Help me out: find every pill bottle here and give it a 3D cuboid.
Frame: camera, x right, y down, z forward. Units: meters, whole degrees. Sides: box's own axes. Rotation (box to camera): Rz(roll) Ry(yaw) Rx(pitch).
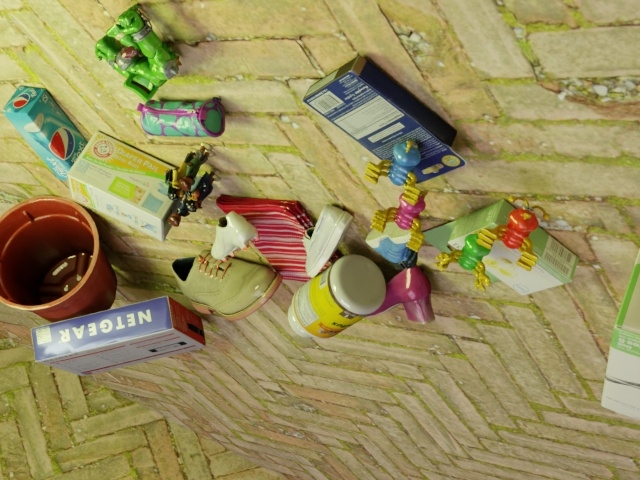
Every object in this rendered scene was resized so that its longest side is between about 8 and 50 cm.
[{"bbox_3d":[0.023,0.115,1.884,0.117,0.117,0.215,33,145,-14],"label":"pill bottle"}]

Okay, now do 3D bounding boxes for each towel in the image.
[{"bbox_3d":[-0.065,0.006,1.930,0.199,0.031,0.275,6,148,37],"label":"towel"}]

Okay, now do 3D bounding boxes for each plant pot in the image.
[{"bbox_3d":[-0.607,0.073,2.317,0.272,0.272,0.265,20,162,14],"label":"plant pot"}]

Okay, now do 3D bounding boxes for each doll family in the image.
[{"bbox_3d":[-0.238,-0.094,1.808,0.076,0.111,0.193,17,153,18],"label":"doll family"}]

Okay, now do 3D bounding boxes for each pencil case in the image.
[{"bbox_3d":[-0.230,-0.204,1.651,0.152,0.064,0.070,5,163,36],"label":"pencil case"}]

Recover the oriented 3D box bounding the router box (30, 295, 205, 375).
[{"bbox_3d":[-0.475,0.235,2.396,0.336,0.082,0.301,-13,164,4],"label":"router box"}]

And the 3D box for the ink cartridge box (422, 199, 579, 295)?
[{"bbox_3d":[0.278,0.026,1.628,0.171,0.056,0.235,34,151,-18],"label":"ink cartridge box"}]

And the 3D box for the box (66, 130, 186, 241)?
[{"bbox_3d":[-0.365,-0.104,1.903,0.203,0.114,0.103,25,156,4],"label":"box"}]

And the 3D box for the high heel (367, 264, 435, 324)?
[{"bbox_3d":[0.117,0.088,1.894,0.244,0.082,0.117,11,122,56],"label":"high heel"}]

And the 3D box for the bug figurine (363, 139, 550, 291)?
[{"bbox_3d":[0.192,-0.038,1.478,0.279,0.072,0.216,30,150,5],"label":"bug figurine"}]

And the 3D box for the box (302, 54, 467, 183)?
[{"bbox_3d":[0.099,-0.169,1.446,0.225,0.036,0.136,36,153,-20],"label":"box"}]

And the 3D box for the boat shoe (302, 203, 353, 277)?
[{"bbox_3d":[0.000,0.000,1.804,0.063,0.066,0.184,35,147,5],"label":"boat shoe"}]

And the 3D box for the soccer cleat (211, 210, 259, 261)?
[{"bbox_3d":[-0.172,-0.011,1.902,0.076,0.068,0.196,52,156,-5],"label":"soccer cleat"}]

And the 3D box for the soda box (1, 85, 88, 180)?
[{"bbox_3d":[-0.516,-0.201,1.915,0.071,0.067,0.210,11,151,29],"label":"soda box"}]

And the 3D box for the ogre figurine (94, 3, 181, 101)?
[{"bbox_3d":[-0.281,-0.280,1.525,0.118,0.097,0.197,47,138,-14],"label":"ogre figurine"}]

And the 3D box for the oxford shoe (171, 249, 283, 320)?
[{"bbox_3d":[-0.212,0.085,2.100,0.130,0.123,0.348,48,150,-23],"label":"oxford shoe"}]

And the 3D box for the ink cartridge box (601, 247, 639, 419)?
[{"bbox_3d":[0.493,0.122,1.439,0.115,0.198,0.273,16,152,20],"label":"ink cartridge box"}]

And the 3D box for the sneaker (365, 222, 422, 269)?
[{"bbox_3d":[0.147,0.008,1.702,0.084,0.058,0.152,42,155,-17],"label":"sneaker"}]
